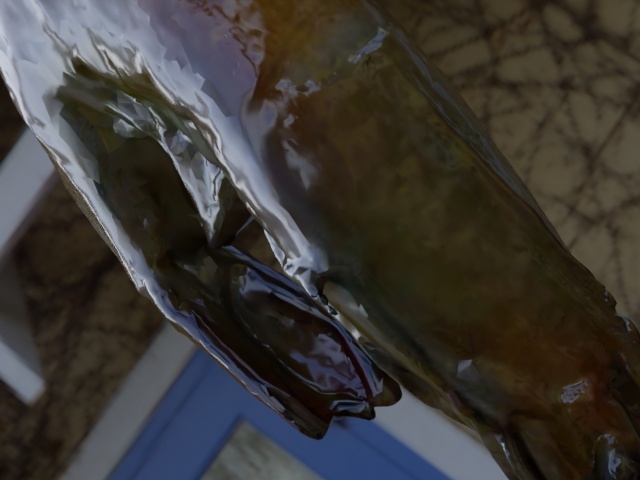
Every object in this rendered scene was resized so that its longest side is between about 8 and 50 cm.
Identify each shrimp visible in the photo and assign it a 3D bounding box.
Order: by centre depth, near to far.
[{"bbox_3d":[0.000,0.000,0.400,0.068,0.249,0.150,-40,-15,-31],"label":"shrimp"}]
